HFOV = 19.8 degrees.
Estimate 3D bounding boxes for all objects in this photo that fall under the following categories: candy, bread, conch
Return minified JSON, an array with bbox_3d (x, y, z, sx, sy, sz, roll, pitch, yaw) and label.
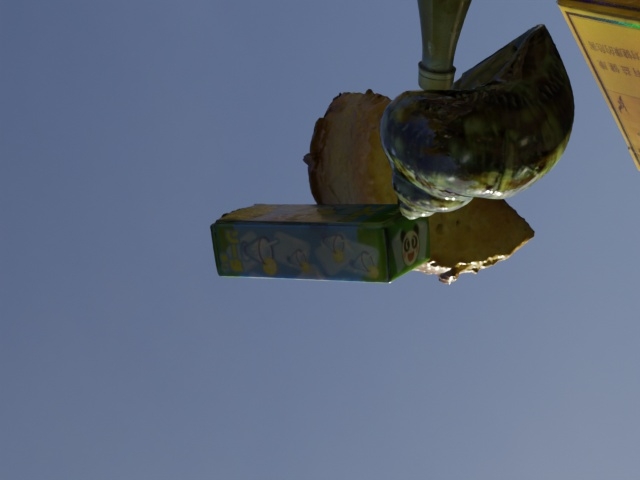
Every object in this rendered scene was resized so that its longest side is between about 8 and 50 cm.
[{"bbox_3d":[0.000,0.000,1.799,0.097,0.194,0.062,-24,-68,-59],"label":"candy"},{"bbox_3d":[0.095,-0.040,2.029,0.260,0.160,0.147,44,-105,-25],"label":"bread"},{"bbox_3d":[0.140,-0.100,1.647,0.124,0.181,0.187,65,-163,-14],"label":"conch"}]

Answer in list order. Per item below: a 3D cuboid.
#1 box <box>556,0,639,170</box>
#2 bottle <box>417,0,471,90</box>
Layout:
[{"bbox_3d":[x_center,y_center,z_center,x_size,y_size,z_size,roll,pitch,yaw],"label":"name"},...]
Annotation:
[{"bbox_3d":[0.425,-0.190,2.186,0.084,0.193,0.301,-51,-48,-19],"label":"box"},{"bbox_3d":[0.128,-0.277,1.853,0.083,0.083,0.270,-41,-39,-56],"label":"bottle"}]
